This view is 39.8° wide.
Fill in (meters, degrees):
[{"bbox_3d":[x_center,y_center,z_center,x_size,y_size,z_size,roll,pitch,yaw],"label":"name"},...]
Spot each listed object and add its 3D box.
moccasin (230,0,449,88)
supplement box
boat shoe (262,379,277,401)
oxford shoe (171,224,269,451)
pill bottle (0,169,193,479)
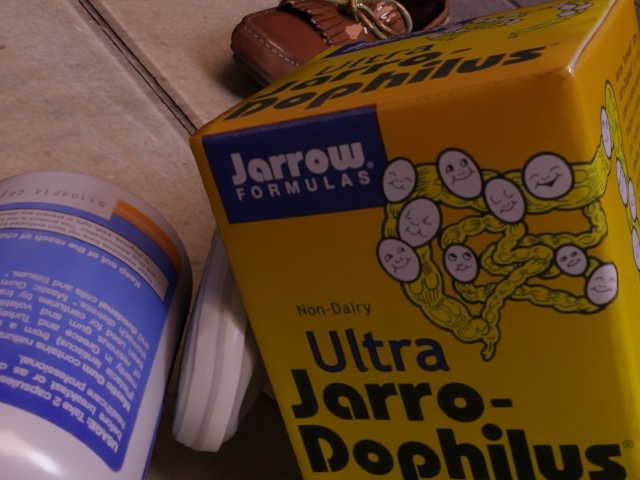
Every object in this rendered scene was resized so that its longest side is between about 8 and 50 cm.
[{"bbox_3d":[0.040,-0.245,1.035,0.380,0.147,0.139,-16,59,-49],"label":"moccasin"},{"bbox_3d":[0.101,0.060,0.520,0.195,0.194,0.356,-46,124,-55],"label":"supplement box"},{"bbox_3d":[0.030,0.097,0.693,0.170,0.059,0.063,7,44,-32],"label":"boat shoe"},{"bbox_3d":[0.000,0.000,0.668,0.130,0.169,0.449,22,25,3],"label":"oxford shoe"},{"bbox_3d":[-0.162,0.096,0.454,0.152,0.152,0.272,25,35,-14],"label":"pill bottle"}]
